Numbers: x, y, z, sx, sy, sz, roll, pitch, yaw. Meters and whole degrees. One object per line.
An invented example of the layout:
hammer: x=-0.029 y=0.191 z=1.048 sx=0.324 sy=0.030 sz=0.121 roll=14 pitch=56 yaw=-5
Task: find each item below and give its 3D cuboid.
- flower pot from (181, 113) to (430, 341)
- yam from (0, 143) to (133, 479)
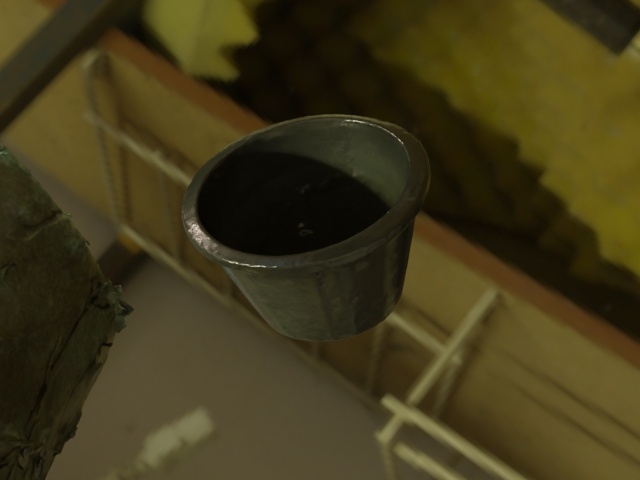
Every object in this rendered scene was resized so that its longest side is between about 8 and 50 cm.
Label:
flower pot: x=0.000 y=0.000 z=1.772 sx=0.269 sy=0.269 sz=0.166 roll=22 pitch=141 yaw=41
yam: x=-0.264 y=0.109 z=0.799 sx=0.241 sy=0.348 sz=0.241 roll=25 pitch=153 yaw=13
